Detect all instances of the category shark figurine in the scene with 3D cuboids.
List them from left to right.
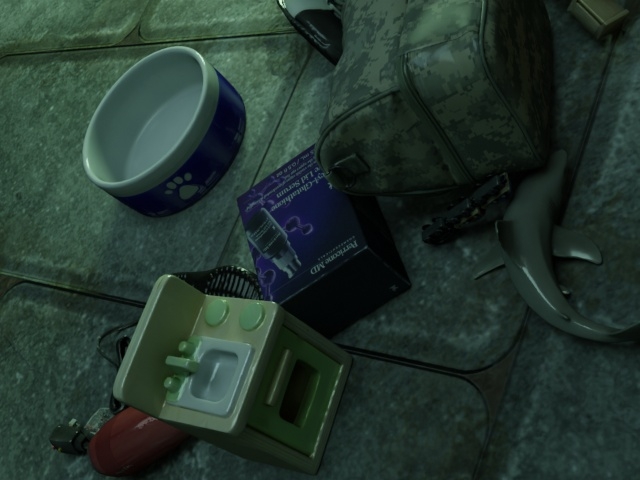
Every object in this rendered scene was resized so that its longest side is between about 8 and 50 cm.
[{"bbox_3d":[0.231,0.024,0.958,0.166,0.116,0.278,-36,44,17],"label":"shark figurine"}]

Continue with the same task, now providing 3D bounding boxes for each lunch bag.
[{"bbox_3d":[0.126,-0.208,1.098,0.256,0.212,0.305,-14,46,29],"label":"lunch bag"}]

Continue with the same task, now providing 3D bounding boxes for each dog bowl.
[{"bbox_3d":[-0.252,-0.174,1.476,0.265,0.104,0.265,-20,52,27],"label":"dog bowl"}]

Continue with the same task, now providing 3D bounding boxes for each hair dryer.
[{"bbox_3d":[-0.252,0.209,1.245,0.294,0.080,0.223,7,67,41],"label":"hair dryer"}]

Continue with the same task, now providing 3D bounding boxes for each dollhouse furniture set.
[{"bbox_3d":[0.346,-0.367,1.111,0.161,0.101,0.182,-32,71,-21],"label":"dollhouse furniture set"}]

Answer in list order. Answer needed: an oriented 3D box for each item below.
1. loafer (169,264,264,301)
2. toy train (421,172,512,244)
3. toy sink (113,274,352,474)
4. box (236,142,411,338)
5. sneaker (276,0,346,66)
[{"bbox_3d":[-0.125,0.078,1.226,0.220,0.078,0.080,5,76,46],"label":"loafer"},{"bbox_3d":[0.170,-0.034,1.058,0.158,0.036,0.027,-42,42,52],"label":"toy train"},{"bbox_3d":[-0.088,0.153,1.040,0.131,0.234,0.152,2,64,40],"label":"toy sink"},{"bbox_3d":[0.000,0.000,1.159,0.153,0.108,0.207,-35,46,15],"label":"box"},{"bbox_3d":[0.013,-0.382,1.385,0.146,0.122,0.330,-38,46,16],"label":"sneaker"}]
